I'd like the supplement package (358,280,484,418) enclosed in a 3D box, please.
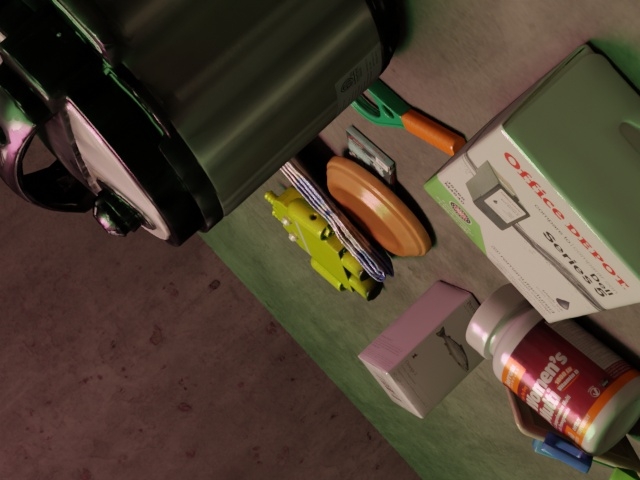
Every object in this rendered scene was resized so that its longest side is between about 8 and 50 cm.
[{"bbox_3d":[0.169,0.165,1.833,0.105,0.179,0.105,52,168,-22],"label":"supplement package"}]

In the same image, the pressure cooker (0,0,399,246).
[{"bbox_3d":[-0.173,-0.200,1.266,0.375,0.420,0.370,34,163,50],"label":"pressure cooker"}]

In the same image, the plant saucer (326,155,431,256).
[{"bbox_3d":[0.079,-0.043,1.768,0.200,0.037,0.200,41,170,9],"label":"plant saucer"}]

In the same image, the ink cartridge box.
[{"bbox_3d":[0.228,-0.040,1.111,0.198,0.115,0.273,47,168,1],"label":"ink cartridge box"}]

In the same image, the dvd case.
[{"bbox_3d":[0.074,-0.107,1.695,0.087,0.013,0.119,43,169,21],"label":"dvd case"}]

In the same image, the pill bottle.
[{"bbox_3d":[0.296,0.158,1.505,0.221,0.121,0.121,40,166,29],"label":"pill bottle"}]

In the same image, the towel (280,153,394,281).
[{"bbox_3d":[0.013,-0.054,1.903,0.285,0.034,0.209,48,-174,-4],"label":"towel"}]

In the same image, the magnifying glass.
[{"bbox_3d":[0.092,-0.157,1.448,0.231,0.026,0.092,39,165,43],"label":"magnifying glass"}]

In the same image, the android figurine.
[{"bbox_3d":[0.000,0.000,2.212,0.273,0.056,0.248,40,166,25],"label":"android figurine"}]

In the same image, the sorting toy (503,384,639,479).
[{"bbox_3d":[0.333,0.262,1.606,0.196,0.047,0.348,24,-168,-2],"label":"sorting toy"}]
